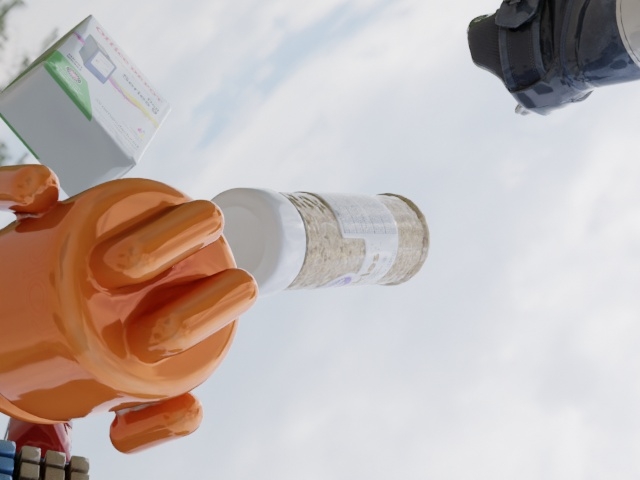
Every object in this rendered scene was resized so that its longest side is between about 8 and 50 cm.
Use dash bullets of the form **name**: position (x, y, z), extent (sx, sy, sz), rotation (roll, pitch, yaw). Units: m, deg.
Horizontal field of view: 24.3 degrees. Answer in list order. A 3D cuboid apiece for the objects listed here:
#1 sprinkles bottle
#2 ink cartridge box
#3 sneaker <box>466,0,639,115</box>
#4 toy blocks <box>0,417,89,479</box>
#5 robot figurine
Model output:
- **sprinkles bottle**: position (0.000, 0.000, 1.734), extent (0.121, 0.121, 0.355), rotation (-33, 164, 27)
- **ink cartridge box**: position (-0.269, -0.153, 1.705), extent (0.093, 0.154, 0.212), rotation (-36, -166, 17)
- **sneaker**: position (0.185, -0.178, 1.002), extent (0.163, 0.086, 0.226), rotation (-22, -147, 45)
- **toy blocks**: position (-0.234, 0.252, 1.019), extent (0.381, 0.191, 0.261), rotation (-102, -150, -57)
- **robot figurine**: position (-0.133, 0.036, 0.850), extent (0.219, 0.158, 0.128), rotation (-19, -131, 47)
